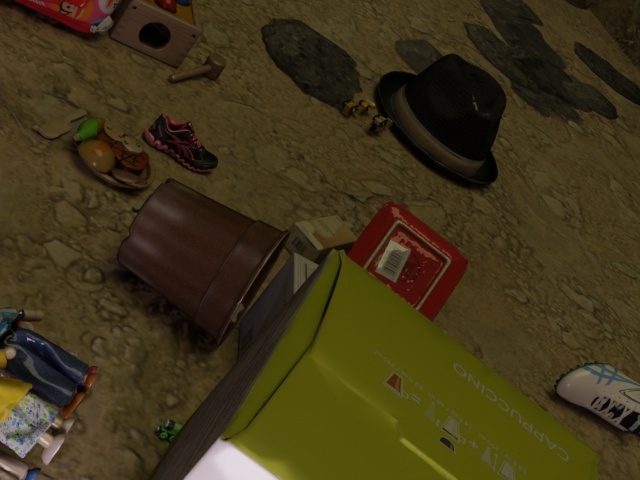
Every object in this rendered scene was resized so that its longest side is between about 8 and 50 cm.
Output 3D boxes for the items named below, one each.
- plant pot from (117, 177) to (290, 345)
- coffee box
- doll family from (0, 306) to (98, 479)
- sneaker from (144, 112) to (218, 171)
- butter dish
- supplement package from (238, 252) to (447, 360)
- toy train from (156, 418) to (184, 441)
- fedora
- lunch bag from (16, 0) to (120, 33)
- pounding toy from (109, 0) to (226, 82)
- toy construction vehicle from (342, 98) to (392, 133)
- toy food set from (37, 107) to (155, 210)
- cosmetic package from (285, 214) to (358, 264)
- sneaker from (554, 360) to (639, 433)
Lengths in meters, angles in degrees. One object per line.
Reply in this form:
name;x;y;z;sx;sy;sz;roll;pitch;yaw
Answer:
plant pot;-0.150;0.017;1.425;0.165;0.167;0.167;32;28;3
coffee box;0.014;0.280;1.038;0.337;0.334;0.338;38;28;-3
doll family;-0.306;0.124;1.113;0.163;0.118;0.263;34;29;-10
sneaker;-0.197;-0.146;1.695;0.119;0.057;0.047;29;28;-21
butter dish;0.109;0.051;1.720;0.160;0.118;0.160;38;70;-4
supplement package;0.033;0.150;1.458;0.244;0.134;0.139;28;30;-19
toy train;-0.141;0.217;1.273;0.083;0.024;0.017;25;31;-25
fedora;0.272;-0.269;2.321;0.334;0.152;0.334;28;30;-18
lunch bag;-0.437;-0.443;1.772;0.293;0.120;0.258;21;34;-30
pounding toy;-0.235;-0.345;1.896;0.206;0.094;0.181;22;33;-28
toy construction vehicle;0.088;-0.235;2.189;0.086;0.035;0.098;34;24;13
toy food set;-0.278;-0.120;1.579;0.192;0.038;0.132;39;28;0
cosmetic package;0.000;0.000;1.731;0.060;0.041;0.115;48;30;17
sneaker;0.482;0.263;1.874;0.237;0.085;0.086;21;28;-27
